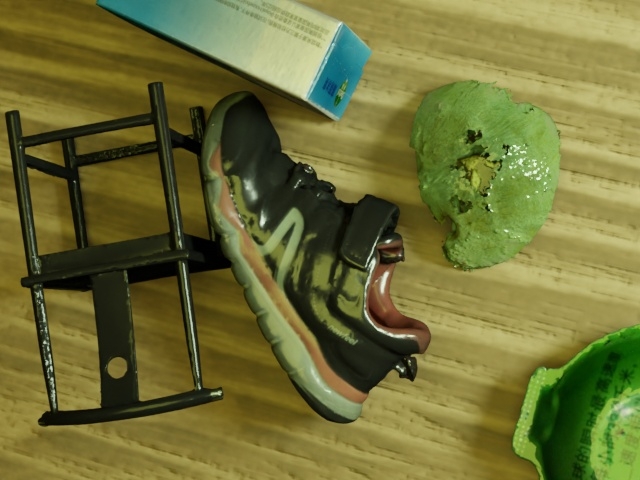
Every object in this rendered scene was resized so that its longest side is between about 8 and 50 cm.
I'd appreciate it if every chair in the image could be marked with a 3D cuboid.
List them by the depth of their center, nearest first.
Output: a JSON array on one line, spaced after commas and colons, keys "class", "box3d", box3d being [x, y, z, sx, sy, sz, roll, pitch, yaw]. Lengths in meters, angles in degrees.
[{"class": "chair", "box3d": [-0.159, 0.016, 1.059, 0.155, 0.141, 0.260, -10, 84, 11]}]

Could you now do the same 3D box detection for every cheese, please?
[{"class": "cheese", "box3d": [0.311, 0.178, 0.988, 0.320, 0.083, 0.204, 16, 89, 14]}]

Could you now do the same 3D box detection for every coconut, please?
[{"class": "coconut", "box3d": [0.137, -0.063, 1.048, 0.133, 0.055, 0.158, -27, 84, 11]}]

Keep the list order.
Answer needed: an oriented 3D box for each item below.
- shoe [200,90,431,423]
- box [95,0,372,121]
[{"class": "shoe", "box3d": [0.000, 0.000, 1.040, 0.137, 0.114, 0.291, -27, 86, 14]}, {"class": "box", "box3d": [-0.067, -0.176, 1.048, 0.194, 0.139, 0.073, 26, 94, 11]}]
